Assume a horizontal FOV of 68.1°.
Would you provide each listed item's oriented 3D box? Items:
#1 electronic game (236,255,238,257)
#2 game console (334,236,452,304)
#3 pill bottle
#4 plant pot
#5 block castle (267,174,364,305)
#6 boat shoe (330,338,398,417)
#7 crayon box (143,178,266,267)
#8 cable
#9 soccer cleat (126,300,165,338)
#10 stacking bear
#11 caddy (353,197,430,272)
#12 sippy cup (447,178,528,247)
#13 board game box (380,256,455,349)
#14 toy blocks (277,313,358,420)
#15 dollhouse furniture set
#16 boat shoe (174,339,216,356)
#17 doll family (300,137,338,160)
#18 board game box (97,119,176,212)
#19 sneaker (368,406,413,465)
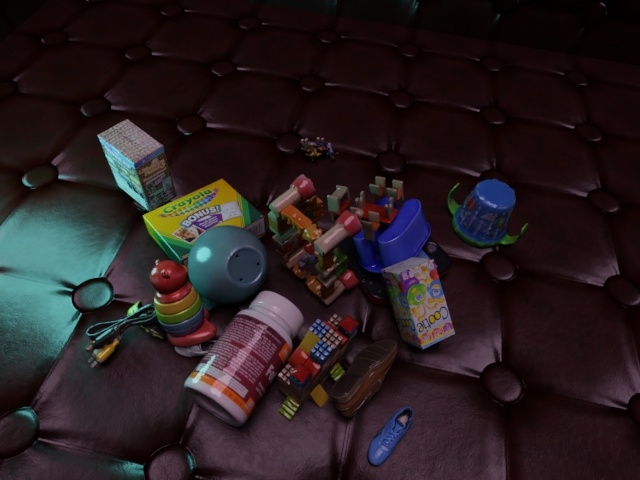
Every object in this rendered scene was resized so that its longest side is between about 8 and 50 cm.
[{"bbox_3d":[-0.421,0.041,1.868,0.230,0.048,0.229,2,53,-3],"label":"electronic game"},{"bbox_3d":[0.292,0.063,1.901,0.387,0.060,0.342,-22,58,-20],"label":"game console"},{"bbox_3d":[-0.230,0.368,1.529,0.224,0.224,0.392,26,56,15],"label":"pill bottle"},{"bbox_3d":[-0.297,0.087,1.661,0.290,0.195,0.290,0,90,-29],"label":"plant pot"},{"bbox_3d":[0.000,0.000,1.687,0.213,0.453,0.303,-40,64,-20],"label":"block castle"},{"bbox_3d":[0.154,0.453,1.576,0.307,0.104,0.111,-35,23,-30],"label":"boat shoe"},{"bbox_3d":[-0.452,-0.064,1.860,0.363,0.106,0.313,-31,53,-27],"label":"crayon box"},{"bbox_3d":[-0.680,0.303,1.624,0.287,0.072,0.139,-33,48,-17],"label":"cable"},{"bbox_3d":[-0.603,0.278,1.665,0.179,0.060,0.072,32,75,22],"label":"soccer cleat"},{"bbox_3d":[-0.473,0.194,1.572,0.164,0.288,0.175,-22,32,-18],"label":"stacking bear"},{"bbox_3d":[0.277,-0.016,1.829,0.241,0.179,0.341,9,45,38],"label":"caddy"},{"bbox_3d":[0.693,-0.125,1.969,0.306,0.224,0.240,7,54,0],"label":"sippy cup"},{"bbox_3d":[0.338,0.212,1.651,0.144,0.142,0.275,-21,98,-18],"label":"board game box"},{"bbox_3d":[-0.004,0.364,1.526,0.191,0.260,0.381,35,58,20],"label":"toy blocks"},{"bbox_3d":[0.163,-0.117,1.797,0.259,0.135,0.262,16,49,29],"label":"dollhouse furniture set"},{"bbox_3d":[-0.407,0.364,1.617,0.184,0.063,0.066,10,53,3],"label":"boat shoe"},{"bbox_3d":[-0.004,-0.424,2.235,0.193,0.076,0.111,-10,50,-16],"label":"doll family"},{"bbox_3d":[-0.746,-0.302,1.949,0.232,0.291,0.141,36,59,20],"label":"board game box"},{"bbox_3d":[0.220,0.603,1.478,0.069,0.082,0.209,37,60,19],"label":"sneaker"}]
